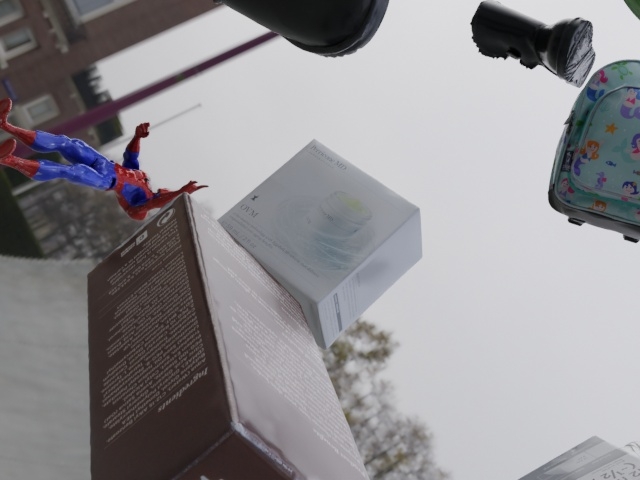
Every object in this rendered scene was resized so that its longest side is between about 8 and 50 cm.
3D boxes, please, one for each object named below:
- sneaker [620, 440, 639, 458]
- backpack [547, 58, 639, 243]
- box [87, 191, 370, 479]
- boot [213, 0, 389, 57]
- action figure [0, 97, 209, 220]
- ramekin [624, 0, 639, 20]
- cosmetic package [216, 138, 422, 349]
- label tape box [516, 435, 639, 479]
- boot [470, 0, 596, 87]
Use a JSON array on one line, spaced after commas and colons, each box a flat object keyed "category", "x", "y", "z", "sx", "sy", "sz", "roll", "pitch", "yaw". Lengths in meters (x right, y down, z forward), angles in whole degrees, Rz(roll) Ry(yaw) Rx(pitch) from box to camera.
[{"category": "sneaker", "x": 0.627, "y": 0.456, "z": 1.836, "sx": 0.232, "sy": 0.115, "sz": 0.091, "roll": 18, "pitch": -70, "yaw": 62}, {"category": "backpack", "x": 0.476, "y": -0.145, "z": 1.476, "sx": 0.225, "sy": 0.254, "sz": 0.191, "roll": 17, "pitch": -9, "yaw": 8}, {"category": "box", "x": -0.083, "y": 0.133, "z": 0.820, "sx": 0.191, "sy": 0.143, "sz": 0.381, "roll": 47, "pitch": 7, "yaw": -27}, {"category": "boot", "x": -0.182, "y": -0.366, "z": 1.229, "sx": 0.367, "sy": 0.445, "sz": 0.146, "roll": 29, "pitch": -75, "yaw": 48}, {"category": "action figure", "x": -0.252, "y": -0.102, "z": 1.191, "sx": 0.280, "sy": 0.139, "sz": 0.092, "roll": 27, "pitch": 43, "yaw": -52}, {"category": "ramekin", "x": 0.637, "y": -0.482, "z": 1.569, "sx": 0.303, "sy": 0.148, "sz": 0.304, "roll": 31, "pitch": -42, "yaw": 33}, {"category": "cosmetic package", "x": 0.000, "y": 0.000, "z": 1.486, "sx": 0.224, "sy": 0.224, "sz": 0.138, "roll": 36, "pitch": -26, "yaw": 28}, {"category": "label tape box", "x": 0.366, "y": 0.397, "z": 1.264, "sx": 0.115, "sy": 0.249, "sz": 0.347, "roll": 67, "pitch": -12, "yaw": -8}, {"category": "boot", "x": 0.342, "y": -0.337, "z": 1.616, "sx": 0.207, "sy": 0.094, "sz": 0.246, "roll": 27, "pitch": 6, "yaw": 19}]
